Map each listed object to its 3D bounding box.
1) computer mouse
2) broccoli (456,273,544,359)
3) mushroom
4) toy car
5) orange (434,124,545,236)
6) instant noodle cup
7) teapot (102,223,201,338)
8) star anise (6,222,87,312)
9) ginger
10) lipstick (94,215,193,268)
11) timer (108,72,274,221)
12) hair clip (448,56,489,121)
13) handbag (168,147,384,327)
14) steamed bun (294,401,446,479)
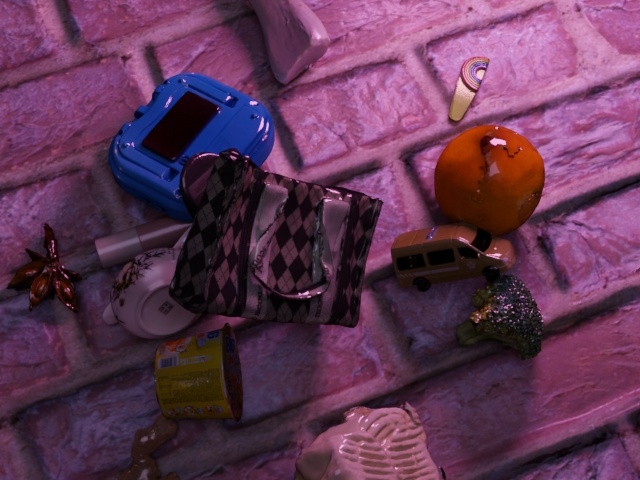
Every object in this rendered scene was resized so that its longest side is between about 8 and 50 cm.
[{"bbox_3d":[-0.204,-0.061,1.833,0.147,0.088,0.264,-43,108,-32],"label":"computer mouse"},{"bbox_3d":[0.378,0.178,1.898,0.194,0.219,0.194,-5,80,27],"label":"broccoli"},{"bbox_3d":[-0.106,-0.540,2.110,0.159,0.122,0.329,-27,75,-19],"label":"mushroom"},{"bbox_3d":[0.282,0.028,1.894,0.256,0.101,0.124,-11,114,28],"label":"toy car"},{"bbox_3d":[0.371,-0.131,1.945,0.246,0.246,0.246,1,73,-2],"label":"orange"},{"bbox_3d":[-0.251,0.281,1.819,0.152,0.205,0.205,-8,73,2],"label":"instant noodle cup"},{"bbox_3d":[-0.327,0.094,1.874,0.300,0.166,0.208,-49,121,-6],"label":"teapot"},{"bbox_3d":[-0.607,0.081,1.933,0.157,0.053,0.212,-34,79,-12],"label":"star anise"},{"bbox_3d":[-0.354,0.488,1.820,0.149,0.065,0.259,33,68,-5],"label":"ginger"},{"bbox_3d":[-0.367,-0.009,1.961,0.254,0.070,0.070,-18,75,-8],"label":"lipstick"},{"bbox_3d":[-0.288,-0.217,1.977,0.309,0.115,0.340,27,65,17],"label":"timer"},{"bbox_3d":[0.351,-0.370,2.122,0.060,0.033,0.188,22,73,5],"label":"hair clip"},{"bbox_3d":[-0.072,0.004,1.768,0.180,0.416,0.317,21,98,47],"label":"handbag"},{"bbox_3d":[0.083,0.513,1.738,0.346,0.237,0.394,43,40,-17],"label":"steamed bun"}]
